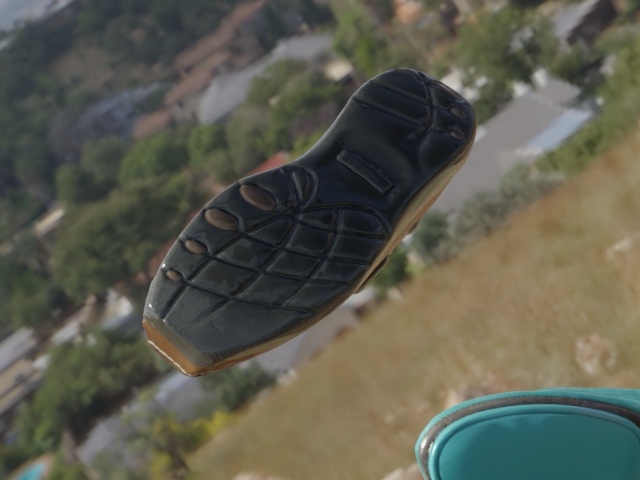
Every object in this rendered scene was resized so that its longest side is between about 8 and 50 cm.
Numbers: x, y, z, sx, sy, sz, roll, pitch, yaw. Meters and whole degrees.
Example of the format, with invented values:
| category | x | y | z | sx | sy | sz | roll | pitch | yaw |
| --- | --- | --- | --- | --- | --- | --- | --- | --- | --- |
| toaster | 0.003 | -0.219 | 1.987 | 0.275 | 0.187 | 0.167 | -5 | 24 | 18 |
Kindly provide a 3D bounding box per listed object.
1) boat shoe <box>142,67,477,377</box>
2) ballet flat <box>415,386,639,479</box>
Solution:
| category | x | y | z | sx | sy | sz | roll | pitch | yaw |
| --- | --- | --- | --- | --- | --- | --- | --- | --- | --- |
| boat shoe | 0.000 | 0.000 | 1.201 | 0.324 | 0.122 | 0.120 | -39 | -18 | -31 |
| ballet flat | 0.164 | 0.113 | 0.826 | 0.247 | 0.083 | 0.087 | 3 | 11 | -8 |
